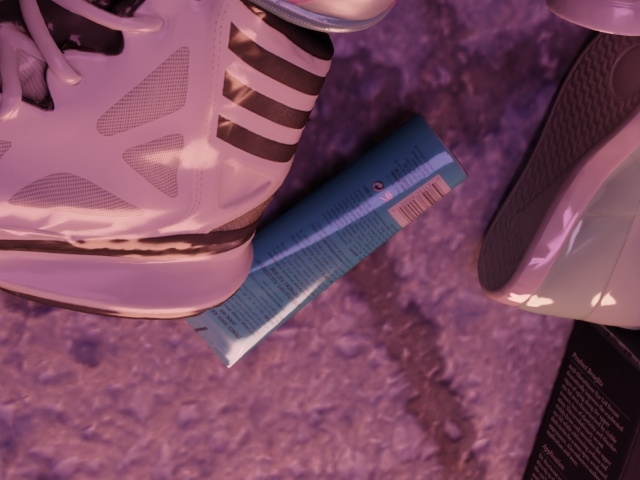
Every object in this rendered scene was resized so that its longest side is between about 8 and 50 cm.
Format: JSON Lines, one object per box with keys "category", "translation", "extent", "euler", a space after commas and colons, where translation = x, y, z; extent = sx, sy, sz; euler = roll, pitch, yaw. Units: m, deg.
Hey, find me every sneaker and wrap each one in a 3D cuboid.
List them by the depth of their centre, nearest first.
{"category": "sneaker", "translation": [-0.192, -0.093, 0.859], "extent": [0.448, 0.169, 0.257], "euler": [-1, 133, -36]}
{"category": "sneaker", "translation": [0.230, -0.050, 1.161], "extent": [0.151, 0.094, 0.256], "euler": [17, 119, -26]}

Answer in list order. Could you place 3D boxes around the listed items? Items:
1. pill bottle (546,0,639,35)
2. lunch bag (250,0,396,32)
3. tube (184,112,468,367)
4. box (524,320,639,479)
{"category": "pill bottle", "translation": [0.194, -0.224, 1.041], "extent": [0.103, 0.103, 0.184], "euler": [-1, 118, -25]}
{"category": "lunch bag", "translation": [-0.014, -0.240, 0.791], "extent": [0.224, 0.108, 0.279], "euler": [25, 65, -19]}
{"category": "tube", "translation": [0.000, 0.000, 1.112], "extent": [0.207, 0.052, 0.080], "euler": [-37, 122, 4]}
{"category": "box", "translation": [0.255, 0.163, 1.287], "extent": [0.153, 0.108, 0.207], "euler": [3, 115, -27]}
